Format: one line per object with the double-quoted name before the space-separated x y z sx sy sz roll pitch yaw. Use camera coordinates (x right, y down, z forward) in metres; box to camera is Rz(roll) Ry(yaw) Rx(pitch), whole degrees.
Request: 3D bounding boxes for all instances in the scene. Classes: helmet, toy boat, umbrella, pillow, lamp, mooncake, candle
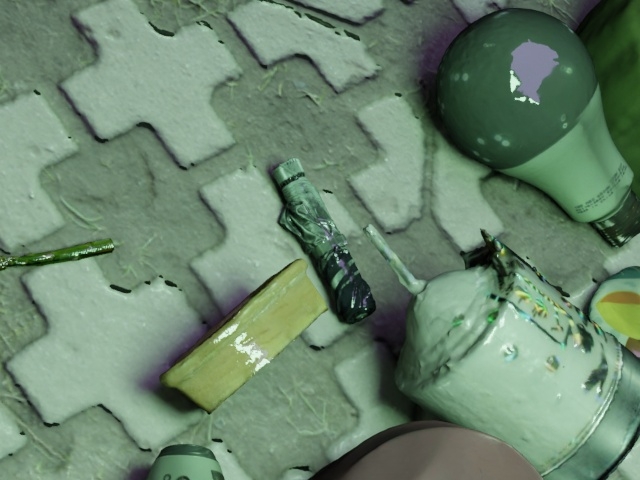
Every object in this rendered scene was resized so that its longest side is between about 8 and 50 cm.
"helmet" 0.103 0.313 1.682 0.271 0.197 0.338 31 50 -14
"toy boat" -0.077 0.101 1.759 0.061 0.116 0.188 51 49 -2
"umbrella" 0.000 0.000 1.908 0.050 0.046 0.188 -17 72 -31
"pillow" 0.396 0.129 2.044 0.233 0.086 0.214 32 40 -6
"lamp" 0.250 -0.110 2.061 0.182 0.182 0.314 -36 102 -40
"mooncake" 0.481 -0.185 2.206 0.356 0.194 0.356 14 57 -22
"candle" 0.167 0.107 1.818 0.330 0.187 0.187 39 49 -16

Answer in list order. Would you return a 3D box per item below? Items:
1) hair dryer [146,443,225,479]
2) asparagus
"hair dryer" -0.058 0.307 1.599 0.092 0.267 0.229 41 63 -58
"asparagus" -0.257 0.015 1.770 0.127 0.018 0.015 -11 33 -35
